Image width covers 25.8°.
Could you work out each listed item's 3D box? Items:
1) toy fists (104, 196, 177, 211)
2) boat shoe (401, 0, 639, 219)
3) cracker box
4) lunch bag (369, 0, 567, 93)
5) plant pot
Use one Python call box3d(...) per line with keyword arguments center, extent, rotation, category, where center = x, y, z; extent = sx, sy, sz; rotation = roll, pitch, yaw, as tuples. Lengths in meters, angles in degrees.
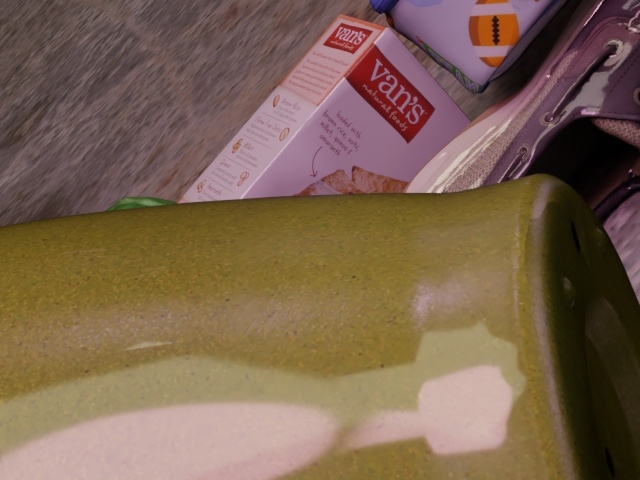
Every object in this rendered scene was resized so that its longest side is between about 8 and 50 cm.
box3d(center=(-0.107, 0.023, 1.004), extent=(0.279, 0.096, 0.142), rotation=(-17, 41, 43), category="toy fists")
box3d(center=(0.166, -0.070, 0.806), extent=(0.285, 0.103, 0.092), rotation=(-43, 42, 3), category="boat shoe")
box3d(center=(0.000, 0.000, 0.857), extent=(0.232, 0.155, 0.067), rotation=(-50, 31, -6), category="cracker box")
box3d(center=(0.159, -0.232, 0.835), extent=(0.303, 0.115, 0.243), rotation=(-49, 1, 15), category="lunch bag")
box3d(center=(-0.027, 0.132, 0.608), extent=(0.353, 0.366, 0.366), rotation=(-16, 41, 21), category="plant pot")
